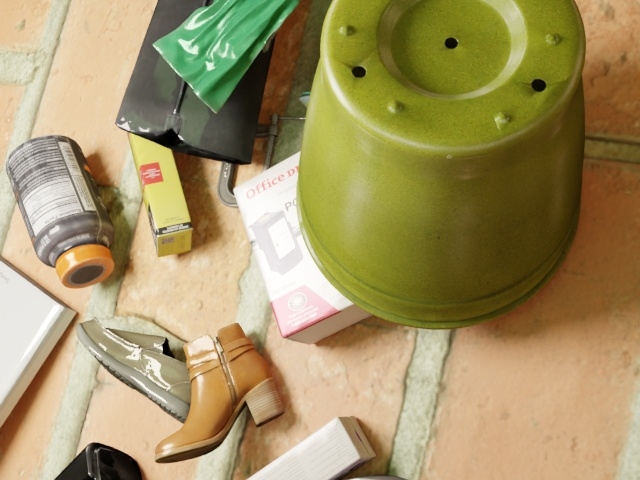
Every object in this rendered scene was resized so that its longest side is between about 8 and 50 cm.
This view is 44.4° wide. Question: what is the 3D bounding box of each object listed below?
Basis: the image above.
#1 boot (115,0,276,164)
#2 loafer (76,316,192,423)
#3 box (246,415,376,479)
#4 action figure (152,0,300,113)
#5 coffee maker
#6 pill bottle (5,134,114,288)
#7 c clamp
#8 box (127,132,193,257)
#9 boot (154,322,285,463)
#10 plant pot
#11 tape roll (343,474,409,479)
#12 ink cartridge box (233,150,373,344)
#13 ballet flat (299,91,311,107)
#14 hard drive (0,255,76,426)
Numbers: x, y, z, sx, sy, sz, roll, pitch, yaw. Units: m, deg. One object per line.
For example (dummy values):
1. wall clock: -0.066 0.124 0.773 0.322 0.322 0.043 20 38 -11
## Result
1. boot: -0.075 -0.325 1.157 0.367 0.146 0.445 14 81 19
2. loafer: -0.264 0.184 1.192 0.251 0.094 0.087 30 68 19
3. box: -0.074 0.352 1.064 0.324 0.063 0.067 -38 66 13
4. action figure: -0.102 -0.300 1.071 0.232 0.063 0.137 -43 84 8
5. coffee maker: -0.365 0.384 1.164 0.178 0.120 0.171 -43 63 10
6. pill bottle: -0.420 -0.043 1.287 0.130 0.130 0.245 -34 66 14
7. c clamp: -0.099 -0.125 1.214 0.137 0.022 0.160 11 82 27
8. box: -0.257 -0.097 1.240 0.058 0.087 0.232 -12 69 -16
9. boot: -0.164 0.214 1.102 0.197 0.073 0.152 -21 71 -23
10. plant pot: 0.132 -0.124 0.858 0.366 0.353 0.366 -2 69 6
11. tape roll: 0.069 0.407 0.978 0.219 0.072 0.219 -6 76 23
12. ink cartridge box: 0.000 0.000 1.092 0.172 0.100 0.237 -27 68 17
13. ballet flat: 0.054 -0.193 1.137 0.188 0.070 0.070 -2 77 28
14. hard drive: -0.594 0.214 1.327 0.233 0.047 0.353 29 82 28
